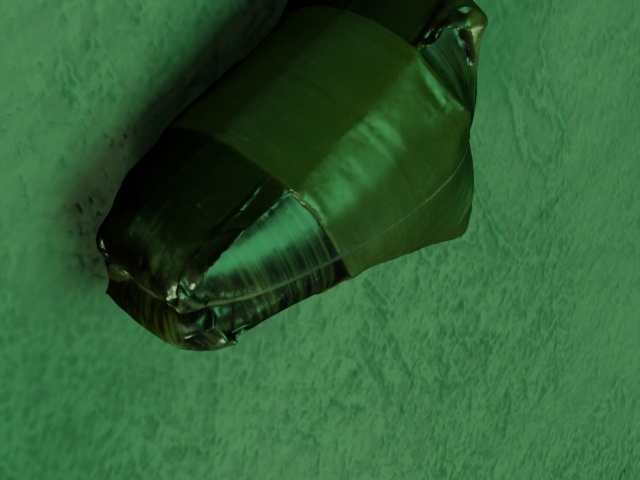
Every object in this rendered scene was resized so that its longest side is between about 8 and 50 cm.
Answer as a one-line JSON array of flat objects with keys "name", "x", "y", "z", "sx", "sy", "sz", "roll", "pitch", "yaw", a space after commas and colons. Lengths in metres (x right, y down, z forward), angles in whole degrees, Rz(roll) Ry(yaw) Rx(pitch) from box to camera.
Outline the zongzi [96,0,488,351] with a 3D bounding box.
[{"name": "zongzi", "x": 0.000, "y": 0.000, "z": 1.251, "sx": 0.289, "sy": 0.154, "sz": 0.317, "roll": -45, "pitch": 146, "yaw": -18}]
